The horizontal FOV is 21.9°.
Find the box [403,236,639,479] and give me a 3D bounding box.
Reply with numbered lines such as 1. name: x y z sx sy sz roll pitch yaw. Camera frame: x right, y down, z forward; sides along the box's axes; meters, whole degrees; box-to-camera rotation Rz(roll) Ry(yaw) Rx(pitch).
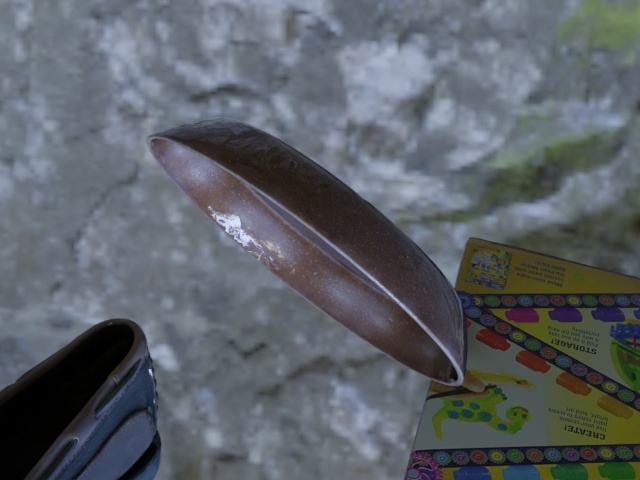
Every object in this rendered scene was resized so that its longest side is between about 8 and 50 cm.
1. box: 0.132 0.208 1.082 0.279 0.177 0.290 -69 171 -50

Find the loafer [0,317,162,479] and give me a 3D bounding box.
1. loafer: -0.166 0.114 0.736 0.267 0.096 0.084 -35 142 -52

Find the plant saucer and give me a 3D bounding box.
1. plant saucer: 0.000 0.000 0.701 0.029 0.168 0.168 -52 151 -10
